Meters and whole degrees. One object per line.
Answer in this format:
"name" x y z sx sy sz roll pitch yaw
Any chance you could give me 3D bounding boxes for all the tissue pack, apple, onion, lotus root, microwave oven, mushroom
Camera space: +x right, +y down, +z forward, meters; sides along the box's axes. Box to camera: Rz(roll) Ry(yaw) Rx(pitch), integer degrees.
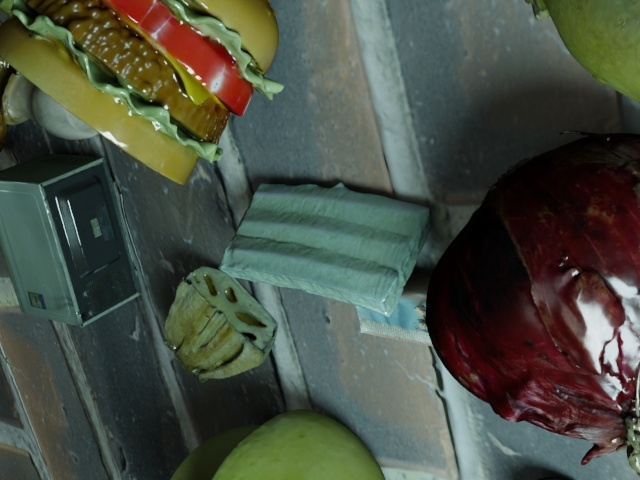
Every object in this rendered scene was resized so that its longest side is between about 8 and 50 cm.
"tissue pack" 0.093 0.068 0.936 0.094 0.074 0.059 7 114 37
"apple" -0.056 0.345 1.092 0.292 0.254 0.292 22 130 29
"onion" 0.197 0.043 0.728 0.281 0.221 0.281 8 101 49
"lotus root" -0.132 0.112 1.167 0.143 0.070 0.144 48 132 3
"microwave oven" -0.347 -0.006 1.254 0.163 0.129 0.205 7 117 37
"mushroom" -0.333 -0.180 1.177 0.212 0.088 0.097 19 114 42

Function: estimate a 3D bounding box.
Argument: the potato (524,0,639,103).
"potato" 0.291 -0.187 0.515 0.359 0.219 0.270 15 114 34

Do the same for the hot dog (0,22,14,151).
"hot dog" -0.522 -0.207 1.286 0.175 0.114 0.259 15 135 -13

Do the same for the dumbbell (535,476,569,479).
"dumbbell" 0.219 0.338 0.949 0.100 0.100 0.191 37 132 21

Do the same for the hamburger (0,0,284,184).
"hamburger" -0.166 -0.206 0.899 0.274 0.274 0.212 38 93 21

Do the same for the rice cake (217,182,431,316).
"rice cake" 0.000 0.000 0.959 0.237 0.127 0.043 9 151 37
